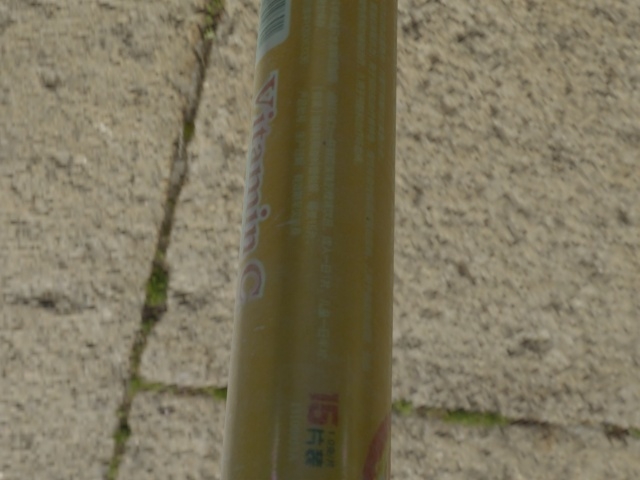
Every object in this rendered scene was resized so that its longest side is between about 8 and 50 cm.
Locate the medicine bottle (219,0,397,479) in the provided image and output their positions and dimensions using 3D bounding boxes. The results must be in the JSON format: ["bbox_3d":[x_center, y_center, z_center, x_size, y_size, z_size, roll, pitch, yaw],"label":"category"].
[{"bbox_3d":[0.000,0.000,0.788,0.108,0.426,0.108,3,150,1],"label":"medicine bottle"}]
